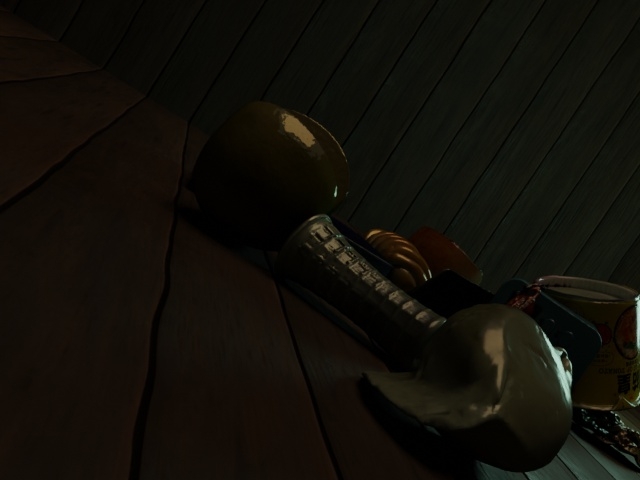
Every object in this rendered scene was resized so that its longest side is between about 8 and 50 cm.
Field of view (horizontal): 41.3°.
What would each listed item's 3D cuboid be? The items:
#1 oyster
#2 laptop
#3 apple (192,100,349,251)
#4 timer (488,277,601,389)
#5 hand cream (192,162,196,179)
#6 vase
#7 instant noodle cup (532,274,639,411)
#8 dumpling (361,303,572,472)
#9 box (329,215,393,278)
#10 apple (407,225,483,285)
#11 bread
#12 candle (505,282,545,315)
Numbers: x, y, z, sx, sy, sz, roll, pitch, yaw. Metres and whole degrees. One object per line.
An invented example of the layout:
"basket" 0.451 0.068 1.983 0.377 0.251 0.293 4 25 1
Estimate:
"oyster" 0.694 0.457 2.019 0.223 0.083 0.214 37 6 -30
"laptop" 0.284 0.148 1.920 0.269 0.188 0.015 27 38 -44
"apple" -0.087 -0.118 1.586 0.254 0.292 0.292 43 7 7
"timer" 0.458 0.232 1.869 0.250 0.231 0.091 33 9 14
"hand cream" -0.248 -0.154 1.997 0.140 0.089 0.314 34 2 -1
"vase" 0.073 0.093 1.458 0.299 0.143 0.143 38 8 25
"instant noodle cup" 0.617 0.232 2.020 0.326 0.254 0.325 5 10 -1
"dumpling" 0.223 0.183 1.148 0.270 0.211 0.321 35 -5 47
"box" 0.000 0.000 1.928 0.279 0.116 0.261 32 4 -16
"apple" 0.298 0.113 2.245 0.251 0.163 0.293 39 -16 32
"bread" 0.182 0.063 2.072 0.311 0.121 0.172 -128 -163 -71
"candle" 0.377 0.176 1.782 0.059 0.302 0.084 53 -25 0
